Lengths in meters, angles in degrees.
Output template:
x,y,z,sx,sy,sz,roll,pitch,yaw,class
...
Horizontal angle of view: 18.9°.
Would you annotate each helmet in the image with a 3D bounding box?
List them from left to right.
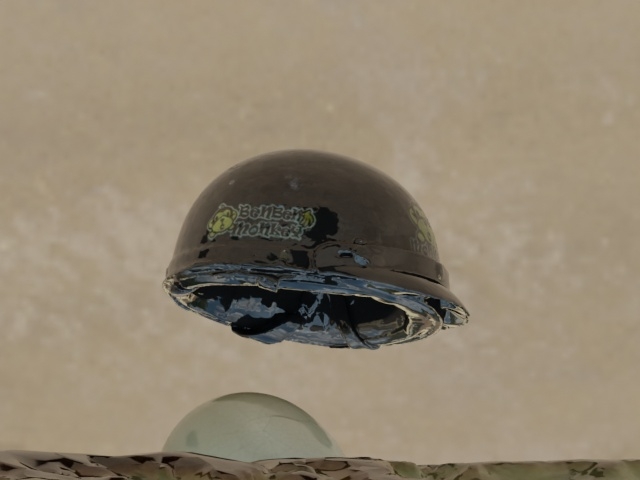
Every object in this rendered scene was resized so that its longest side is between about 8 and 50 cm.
x,y,z,sx,sy,sz,roll,pitch,yaw,class
0.000,0.000,1.715,0.279,0.160,0.230,-4,159,25,helmet

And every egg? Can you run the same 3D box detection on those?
x,y,z,sx,sy,sz,roll,pitch,yaw,class
-0.045,0.203,1.478,0.151,0.209,0.151,-12,121,-21,egg

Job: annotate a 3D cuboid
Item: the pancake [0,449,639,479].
x,y,z,sx,sy,sz,roll,pitch,yaw,class
-0.015,0.094,0.537,0.305,0.067,0.427,0,174,11,pancake
